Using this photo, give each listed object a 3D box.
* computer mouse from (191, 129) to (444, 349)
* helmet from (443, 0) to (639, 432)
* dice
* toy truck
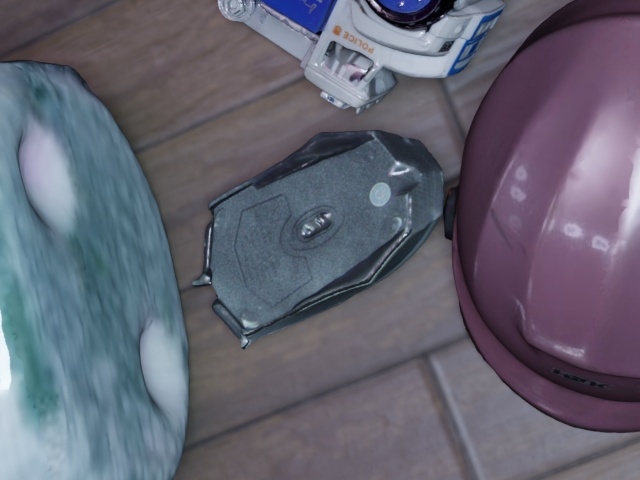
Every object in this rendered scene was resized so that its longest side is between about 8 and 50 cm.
[{"bbox_3d":[0.001,-0.002,1.185,0.231,0.071,0.126,-30,68,25],"label":"computer mouse"},{"bbox_3d":[0.218,-0.022,1.068,0.271,0.197,0.338,18,93,11],"label":"helmet"},{"bbox_3d":[-0.304,0.059,1.128,0.328,0.330,0.348,-13,85,13],"label":"dice"},{"bbox_3d":[0.025,-0.191,1.152,0.213,0.161,0.177,33,117,12],"label":"toy truck"}]
